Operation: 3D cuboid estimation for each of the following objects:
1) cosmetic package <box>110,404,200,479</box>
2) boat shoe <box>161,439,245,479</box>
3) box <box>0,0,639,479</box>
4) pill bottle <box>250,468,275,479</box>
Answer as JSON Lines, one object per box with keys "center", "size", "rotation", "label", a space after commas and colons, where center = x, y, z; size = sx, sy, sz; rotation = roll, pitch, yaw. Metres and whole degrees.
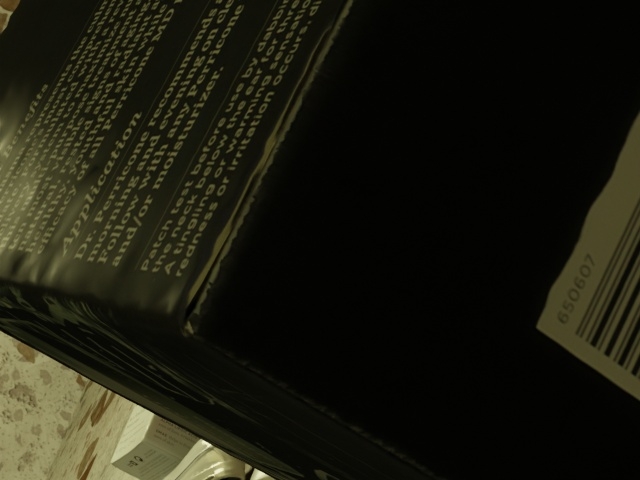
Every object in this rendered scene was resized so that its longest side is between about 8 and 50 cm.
{"center": [-0.199, 0.277, 2.099], "size": [0.151, 0.151, 0.183], "rotation": [-39, 26, 54], "label": "cosmetic package"}
{"center": [-0.181, 0.384, 1.972], "size": [0.267, 0.096, 0.088], "rotation": [-49, 35, 30], "label": "boat shoe"}
{"center": [0.064, 0.015, 0.826], "size": [0.472, 0.480, 0.297], "rotation": [7, 67, 60], "label": "box"}
{"center": [-0.023, 0.371, 1.196], "size": [0.210, 0.210, 0.363], "rotation": [-43, 22, 51], "label": "pill bottle"}
